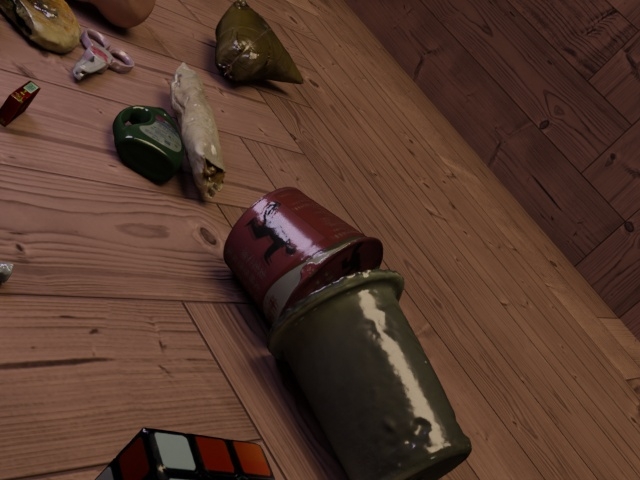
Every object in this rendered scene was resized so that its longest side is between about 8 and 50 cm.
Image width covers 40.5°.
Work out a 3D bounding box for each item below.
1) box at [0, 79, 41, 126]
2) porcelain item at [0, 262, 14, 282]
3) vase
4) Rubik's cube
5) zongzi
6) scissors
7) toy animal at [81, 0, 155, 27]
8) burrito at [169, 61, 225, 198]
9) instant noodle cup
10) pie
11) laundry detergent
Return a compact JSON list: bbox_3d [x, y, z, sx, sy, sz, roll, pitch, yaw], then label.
[{"bbox_3d":[-0.470,-0.214,1.346,0.023,0.051,0.082,37,23,-13],"label":"box"},{"bbox_3d":[-0.414,0.025,1.044,0.083,0.028,0.036,26,31,-34],"label":"porcelain item"},{"bbox_3d":[0.083,0.221,1.281,0.245,0.245,0.291,12,42,-52],"label":"vase"},{"bbox_3d":[-0.134,0.300,0.848,0.161,0.162,0.163,21,32,-44],"label":"Rubik's cube"},{"bbox_3d":[-0.138,-0.441,2.209,0.300,0.145,0.273,39,26,-28],"label":"zongzi"},{"bbox_3d":[-0.433,-0.350,1.681,0.118,0.030,0.242,37,19,-15],"label":"scissors"},{"bbox_3d":[-0.461,-0.548,1.837,0.154,0.166,0.250,24,1,44],"label":"toy animal"},{"bbox_3d":[-0.242,-0.219,1.684,0.076,0.117,0.392,-11,39,-10],"label":"burrito"},{"bbox_3d":[-0.036,0.033,1.432,0.178,0.234,0.235,44,21,25],"label":"instant noodle cup"},{"bbox_3d":[-0.538,-0.442,1.643,0.218,0.052,0.185,49,17,8],"label":"pie"},{"bbox_3d":[-0.310,-0.196,1.570,0.137,0.063,0.211,29,26,-23],"label":"laundry detergent"}]
